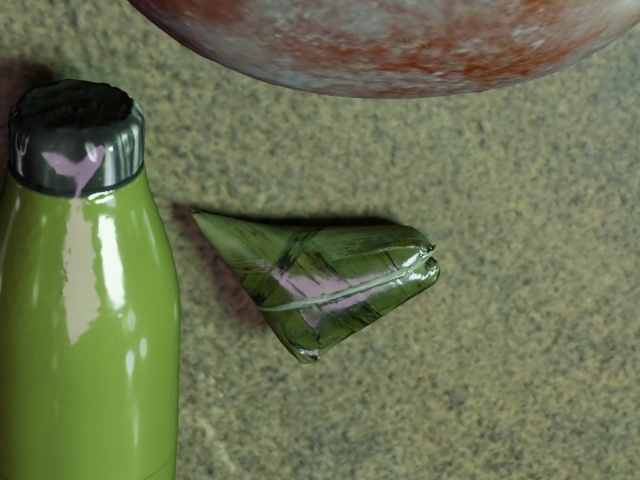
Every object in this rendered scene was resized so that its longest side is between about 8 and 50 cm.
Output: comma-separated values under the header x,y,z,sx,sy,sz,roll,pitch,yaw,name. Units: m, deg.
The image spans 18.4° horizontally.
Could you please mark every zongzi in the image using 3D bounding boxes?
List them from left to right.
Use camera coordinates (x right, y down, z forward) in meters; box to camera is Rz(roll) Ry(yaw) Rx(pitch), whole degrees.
x,y,z,sx,sy,sz,roll,pitch,yaw,name
0.000,0.000,1.103,0.104,0.052,0.113,-34,108,5,zongzi

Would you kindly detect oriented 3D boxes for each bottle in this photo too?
x,y,z,sx,sy,sz,roll,pitch,yaw,name
-0.131,0.041,1.068,0.112,0.112,0.260,-1,122,-7,bottle

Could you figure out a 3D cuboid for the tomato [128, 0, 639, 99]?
x,y,z,sx,sy,sz,roll,pitch,yaw,name
0.031,-0.210,0.813,0.316,0.317,0.282,17,151,-18,tomato
